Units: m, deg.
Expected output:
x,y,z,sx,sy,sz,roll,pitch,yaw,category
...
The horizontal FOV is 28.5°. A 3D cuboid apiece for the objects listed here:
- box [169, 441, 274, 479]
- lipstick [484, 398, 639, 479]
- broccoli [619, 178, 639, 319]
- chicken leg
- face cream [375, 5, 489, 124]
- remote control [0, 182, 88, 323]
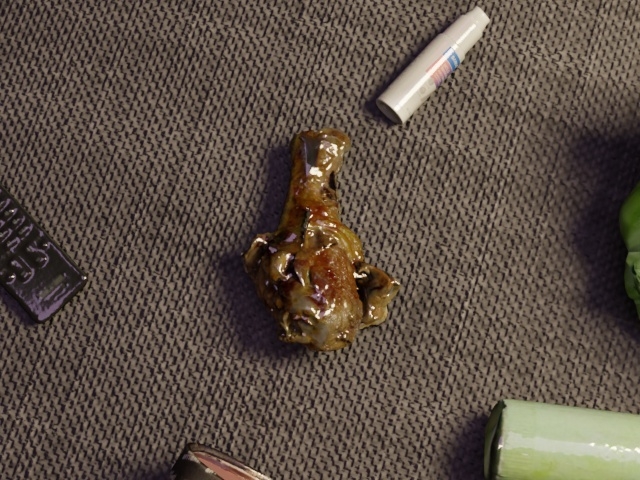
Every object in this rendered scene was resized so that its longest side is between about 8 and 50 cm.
x,y,z,sx,sy,sz,roll,pitch,yaw,category
-0.076,0.251,0.983,0.151,0.151,0.135,33,87,9,box
0.285,0.180,1.027,0.304,0.076,0.076,5,76,3,lipstick
0.368,-0.008,1.007,0.245,0.265,0.294,-9,90,31,broccoli
-0.007,0.002,1.082,0.125,0.080,0.196,-14,68,-13,chicken leg
0.104,-0.161,1.135,0.034,0.034,0.130,41,79,10,face cream
-0.304,-0.030,1.116,0.063,0.025,0.245,-42,79,-8,remote control
